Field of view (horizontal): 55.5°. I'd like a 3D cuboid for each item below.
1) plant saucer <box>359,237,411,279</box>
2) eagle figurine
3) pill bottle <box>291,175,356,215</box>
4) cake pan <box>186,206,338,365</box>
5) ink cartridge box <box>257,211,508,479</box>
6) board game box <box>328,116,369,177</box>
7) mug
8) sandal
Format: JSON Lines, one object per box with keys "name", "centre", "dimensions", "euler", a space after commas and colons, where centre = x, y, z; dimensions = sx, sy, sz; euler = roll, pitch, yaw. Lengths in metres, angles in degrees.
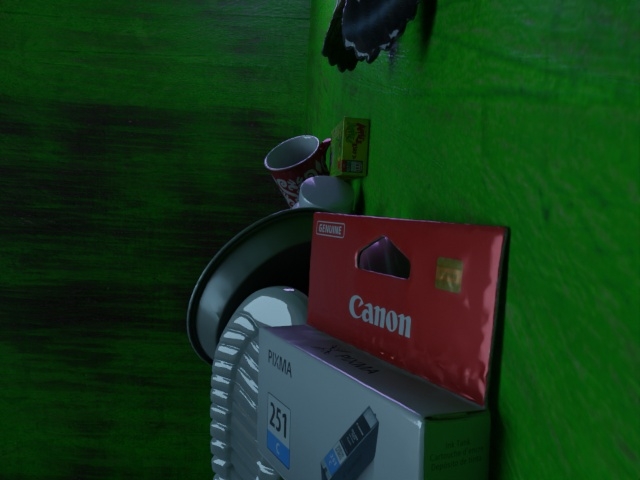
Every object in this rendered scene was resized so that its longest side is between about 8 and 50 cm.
{"name": "plant saucer", "centre": [0.045, 0.143, 0.744], "dimensions": [0.332, 0.084, 0.332], "euler": [-178, 90, -85]}
{"name": "eagle figurine", "centre": [0.045, -0.367, 0.715], "dimensions": [0.226, 0.225, 0.298], "euler": [-36, -75, -45]}
{"name": "pill bottle", "centre": [0.000, 0.000, 1.066], "dimensions": [0.121, 0.121, 0.216], "euler": [-94, 10, -50]}
{"name": "cake pan", "centre": [-0.047, 0.091, 0.884], "dimensions": [0.054, 0.293, 0.293], "euler": [43, 138, 41]}
{"name": "ink cartridge box", "centre": [0.027, 0.109, 0.530], "dimensions": [0.296, 0.066, 0.261], "euler": [9, 97, 63]}
{"name": "board game box", "centre": [0.047, -0.155, 1.059], "dimensions": [0.181, 0.043, 0.092], "euler": [-149, 61, -84]}
{"name": "mug", "centre": [-0.008, -0.109, 1.189], "dimensions": [0.113, 0.150, 0.169], "euler": [-97, -15, -55]}
{"name": "sandal", "centre": [-0.066, 0.241, 0.817], "dimensions": [0.102, 0.169, 0.416], "euler": [-16, -56, -51]}
